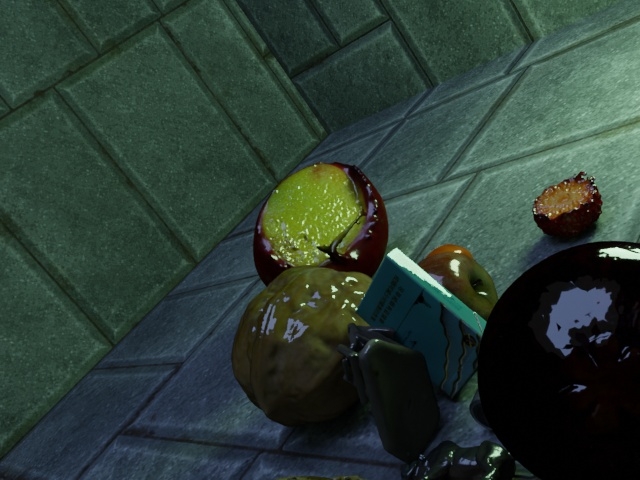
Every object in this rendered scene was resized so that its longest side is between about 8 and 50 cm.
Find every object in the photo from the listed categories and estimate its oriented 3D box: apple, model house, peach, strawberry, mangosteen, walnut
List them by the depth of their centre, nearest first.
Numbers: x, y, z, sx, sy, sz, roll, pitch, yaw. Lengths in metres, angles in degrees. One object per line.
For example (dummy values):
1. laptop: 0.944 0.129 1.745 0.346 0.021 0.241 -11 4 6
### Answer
1. mangosteen: 0.348 0.152 0.820 0.307 0.307 0.347 -31 -13 16
2. model house: 0.104 0.236 1.139 0.122 0.229 0.188 -24 17 -17
3. apple: 0.231 0.120 1.255 0.174 0.188 0.188 -39 12 38
4. walnut: -0.022 0.210 1.352 0.306 0.306 0.344 -19 31 45
5. strawberry: 0.506 -0.065 1.376 0.145 0.086 0.145 -35 17 12
6. peach: 0.007 0.001 1.797 0.335 0.310 0.406 13 53 18

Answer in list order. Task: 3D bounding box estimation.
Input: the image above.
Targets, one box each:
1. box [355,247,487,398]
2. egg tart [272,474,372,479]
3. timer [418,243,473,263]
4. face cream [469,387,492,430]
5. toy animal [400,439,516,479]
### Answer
1. box: 0.177 0.142 1.148 0.041 0.229 0.162 -33 -24 -41
2. egg tart: -0.050 0.462 1.002 0.345 0.132 0.345 -32 16 10
3. timer: 0.278 0.068 1.462 0.136 0.099 0.136 -32 31 22
4. face cream: 0.325 0.181 1.099 0.073 0.073 0.283 -17 25 47
5. toy animal: 0.200 0.327 0.947 0.232 0.084 0.148 -28 17 36
